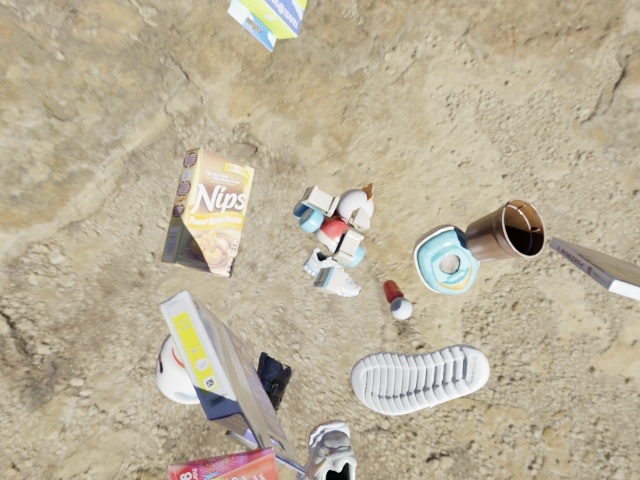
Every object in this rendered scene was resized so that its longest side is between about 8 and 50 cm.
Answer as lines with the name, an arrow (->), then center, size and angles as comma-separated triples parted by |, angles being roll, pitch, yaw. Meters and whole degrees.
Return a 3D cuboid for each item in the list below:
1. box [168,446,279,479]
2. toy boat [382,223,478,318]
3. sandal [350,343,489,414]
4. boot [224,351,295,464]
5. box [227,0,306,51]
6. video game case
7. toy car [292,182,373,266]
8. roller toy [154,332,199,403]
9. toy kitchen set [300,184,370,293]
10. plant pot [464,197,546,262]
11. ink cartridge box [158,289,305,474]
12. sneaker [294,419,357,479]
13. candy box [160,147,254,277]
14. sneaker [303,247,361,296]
box -> -0.139, 0.446, 0.888 | 0.154, 0.299, 0.142 | -5, 46, -14
toy boat -> 0.337, 0.112, 1.830 | 0.318, 0.148, 0.267 | -34, 126, 9
sandal -> 0.264, 0.371, 1.609 | 0.102, 0.416, 0.169 | 10, 70, -49
boot -> -0.119, 0.422, 1.515 | 0.091, 0.263, 0.229 | 10, 61, 30
box -> -0.058, -0.358, 0.806 | 0.042, 0.109, 0.178 | 7, 80, 32
video game case -> 0.517, 0.062, 1.030 | 0.201, 0.183, 0.023 | 17, 108, -17
toy car -> 0.079, -0.087, 1.857 | 0.219, 0.210, 0.238 | 40, 97, -23
roller toy -> -0.360, 0.345, 1.680 | 0.209, 0.146, 0.191 | 39, 41, 15
toy kitchen set -> 0.000, 0.000, 1.440 | 0.166, 0.122, 0.207 | 26, 79, -9
plant pot -> 0.502, -0.014, 1.676 | 0.167, 0.165, 0.166 | 10, 70, -29
ink cartridge box -> -0.150, 0.273, 1.077 | 0.072, 0.303, 0.307 | -28, 61, -3
sneaker -> 0.011, 0.488, 1.194 | 0.099, 0.121, 0.262 | -1, 119, -19
candy box -> -0.304, -0.072, 1.649 | 0.183, 0.088, 0.316 | 19, 78, -42
sneaker -> 0.039, 0.088, 1.739 | 0.191, 0.071, 0.082 | 32, 124, 15
